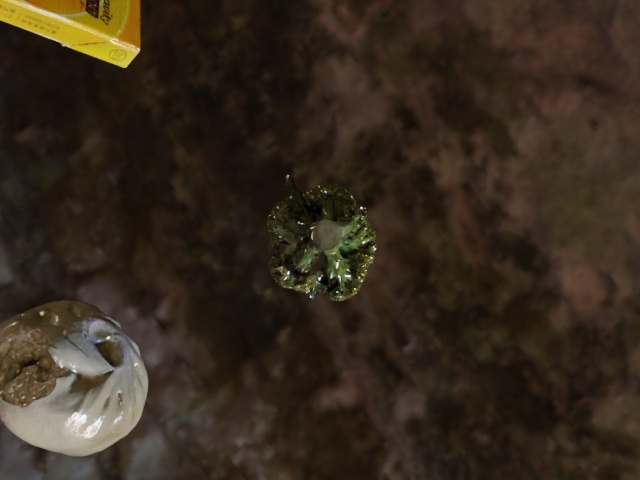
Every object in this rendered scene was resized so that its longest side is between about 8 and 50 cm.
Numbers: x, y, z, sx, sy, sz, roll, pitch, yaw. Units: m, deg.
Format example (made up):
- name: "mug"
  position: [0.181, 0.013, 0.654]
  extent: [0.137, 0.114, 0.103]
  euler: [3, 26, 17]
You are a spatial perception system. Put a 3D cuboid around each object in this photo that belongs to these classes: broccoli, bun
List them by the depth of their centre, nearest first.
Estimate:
- name: "bun"
  position: [-0.273, 0.140, 1.526]
  extent: [0.178, 0.128, 0.193]
  euler: [58, 20, 17]
- name: "broccoli"
  position: [0.000, 0.000, 1.558]
  extent: [0.130, 0.131, 0.120]
  euler: [25, -6, -5]

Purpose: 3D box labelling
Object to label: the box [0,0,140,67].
- name: "box"
  position: [-0.300, -0.278, 1.364]
  extent: [0.269, 0.043, 0.152]
  euler: [17, 53, -31]
